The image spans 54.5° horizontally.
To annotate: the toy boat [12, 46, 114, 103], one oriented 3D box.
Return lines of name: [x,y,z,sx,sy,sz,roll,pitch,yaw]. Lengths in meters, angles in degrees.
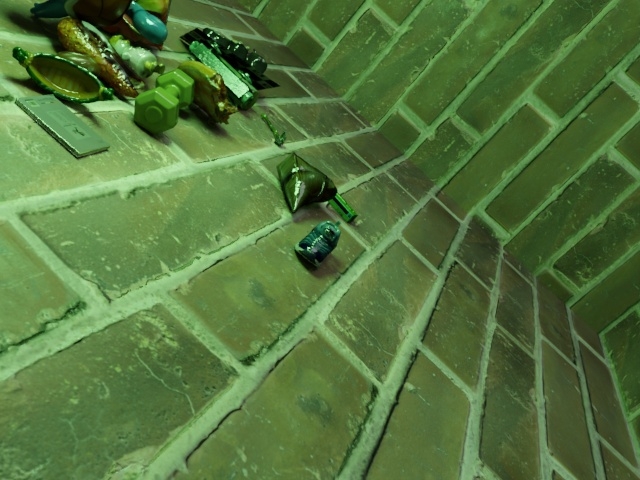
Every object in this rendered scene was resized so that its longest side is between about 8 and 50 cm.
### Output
toy boat: [-0.591,-0.374,1.428,0.230,0.088,0.088,20,-8,-31]

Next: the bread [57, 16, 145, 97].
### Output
bread: [-0.591,-0.482,1.667,0.269,0.095,0.139,49,20,-23]

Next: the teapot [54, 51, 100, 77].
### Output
teapot: [-0.609,-0.418,1.532,0.098,0.078,0.129,6,4,44]

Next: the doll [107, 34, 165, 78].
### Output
doll: [-0.544,-0.534,1.805,0.207,0.081,0.129,32,17,15]

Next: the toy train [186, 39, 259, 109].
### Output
toy train: [-0.356,-0.588,2.250,0.307,0.126,0.189,44,-9,7]

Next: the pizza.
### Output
pizza: [-0.344,-0.459,1.925,0.290,0.081,0.228,13,-39,57]

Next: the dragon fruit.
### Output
dragon fruit: [-0.582,-0.767,1.957,0.226,0.305,0.305,11,31,-15]

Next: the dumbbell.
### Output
dumbbell: [-0.428,-0.391,1.727,0.108,0.121,0.302,8,28,-4]

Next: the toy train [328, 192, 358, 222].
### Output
toy train: [0.047,-0.151,2.169,0.209,0.042,0.044,49,22,17]

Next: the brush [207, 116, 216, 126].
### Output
brush: [-0.350,-0.414,2.037,0.083,0.011,0.205,32,24,-21]

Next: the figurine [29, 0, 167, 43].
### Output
figurine: [-0.620,-0.675,1.695,0.416,0.298,0.243,19,31,-53]

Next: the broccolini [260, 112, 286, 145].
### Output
broccolini: [-0.175,-0.405,2.296,0.194,0.054,0.052,52,-8,40]

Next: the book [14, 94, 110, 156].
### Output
book: [-0.563,-0.255,1.370,0.182,0.014,0.127,41,22,0]

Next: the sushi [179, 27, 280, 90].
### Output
sushi: [-0.325,-0.723,2.371,0.373,0.099,0.296,30,-4,-26]

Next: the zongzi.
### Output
zongzi: [-0.024,-0.139,1.947,0.221,0.112,0.242,26,35,-37]

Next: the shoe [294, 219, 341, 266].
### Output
shoe: [0.000,0.000,1.722,0.091,0.106,0.207,40,27,0]
